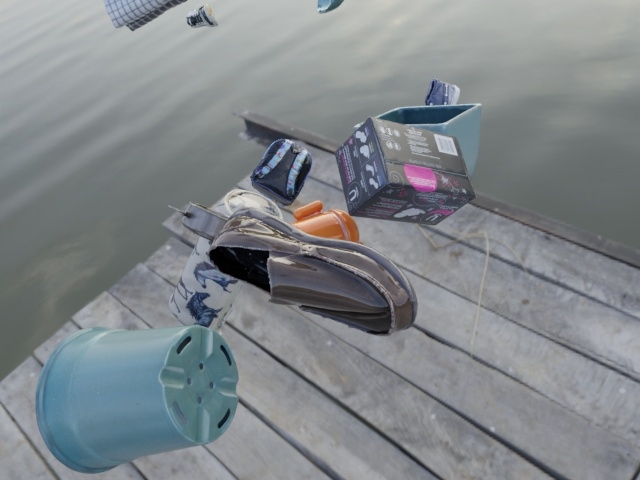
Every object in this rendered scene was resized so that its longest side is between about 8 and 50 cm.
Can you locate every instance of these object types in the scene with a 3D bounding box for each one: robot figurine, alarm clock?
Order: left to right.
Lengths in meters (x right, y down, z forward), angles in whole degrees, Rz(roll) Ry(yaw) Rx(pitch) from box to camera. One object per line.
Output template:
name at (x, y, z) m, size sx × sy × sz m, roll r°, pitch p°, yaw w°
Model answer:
alarm clock at (-0.236, -0.036, 1.192) m, size 0.129 × 0.192 × 0.064 m, roll 26°, pitch 90°, yaw 43°
robot figurine at (0.000, 0.002, 1.371) m, size 0.219 × 0.128 × 0.158 m, roll -20°, pitch 50°, yaw -24°

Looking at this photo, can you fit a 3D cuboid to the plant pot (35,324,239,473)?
plant pot at (-0.390, 0.340, 1.309) m, size 0.333 × 0.341 × 0.341 m, roll -15°, pitch 40°, yaw 28°

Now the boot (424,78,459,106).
boot at (0.331, -0.364, 1.658) m, size 0.086 × 0.190 × 0.069 m, roll 15°, pitch -2°, yaw -19°

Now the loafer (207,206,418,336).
loafer at (-0.027, 0.067, 0.898) m, size 0.365 × 0.134 × 0.130 m, roll 20°, pitch 39°, yaw 28°

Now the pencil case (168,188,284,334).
pencil case at (-0.246, 0.060, 1.508) m, size 0.183 × 0.410 × 0.160 m, roll 38°, pitch 29°, yaw 10°

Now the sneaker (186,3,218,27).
sneaker at (-0.167, -0.307, 0.802) m, size 0.036 × 0.032 × 0.083 m, roll -27°, pitch 24°, yaw -8°

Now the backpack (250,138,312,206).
backpack at (-0.113, -0.211, 1.758) m, size 0.158 × 0.117 × 0.173 m, roll 29°, pitch 77°, yaw -2°

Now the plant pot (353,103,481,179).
plant pot at (0.262, -0.197, 1.476) m, size 0.247 × 0.253 × 0.247 m, roll 5°, pitch 25°, yaw 35°

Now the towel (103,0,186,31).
towel at (-0.415, -0.662, 1.319) m, size 0.234 × 0.284 × 0.121 m, roll -16°, pitch 8°, yaw 27°

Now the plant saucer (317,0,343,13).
plant saucer at (0.031, -0.403, 0.887) m, size 0.021 × 0.119 × 0.119 m, roll 17°, pitch 38°, yaw -22°

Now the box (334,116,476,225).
box at (0.176, -0.139, 1.218) m, size 0.247 × 0.142 × 0.164 m, roll 5°, pitch 62°, yaw -34°
